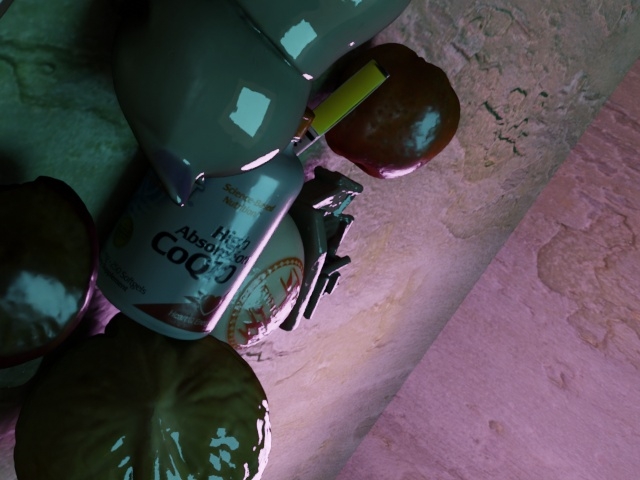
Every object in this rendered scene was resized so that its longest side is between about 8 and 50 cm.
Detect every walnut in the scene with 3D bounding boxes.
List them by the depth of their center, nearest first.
[{"bbox_3d":[-0.209,0.231,1.276,0.333,0.333,0.333,-45,160,-21],"label":"walnut"}]

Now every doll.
[{"bbox_3d":[-0.048,-0.224,0.973,0.370,0.226,0.215,-44,-168,4],"label":"doll"}]

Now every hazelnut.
[{"bbox_3d":[-0.298,0.029,0.949,0.201,0.160,0.170,-4,126,-16],"label":"hazelnut"}]

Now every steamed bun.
[{"bbox_3d":[-0.107,0.056,1.419,0.232,0.145,0.232,-45,160,-21],"label":"steamed bun"}]

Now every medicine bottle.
[{"bbox_3d":[-0.121,-0.044,1.188,0.289,0.157,0.157,-57,161,13],"label":"medicine bottle"}]

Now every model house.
[{"bbox_3d":[-0.009,-0.002,1.588,0.188,0.122,0.229,-36,153,-45],"label":"model house"}]

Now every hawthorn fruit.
[{"bbox_3d":[0.093,-0.173,1.454,0.189,0.189,0.189,-45,160,-21],"label":"hawthorn fruit"}]

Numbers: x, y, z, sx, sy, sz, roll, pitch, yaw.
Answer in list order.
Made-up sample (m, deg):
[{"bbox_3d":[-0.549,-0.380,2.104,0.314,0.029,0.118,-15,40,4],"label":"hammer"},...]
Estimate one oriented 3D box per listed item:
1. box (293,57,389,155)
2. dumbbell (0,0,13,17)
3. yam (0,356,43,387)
[{"bbox_3d":[-0.014,-0.140,1.340,0.129,0.033,0.247,-44,-174,-26],"label":"box"},{"bbox_3d":[-0.256,-0.161,0.778,0.231,0.082,0.092,-52,160,-2],"label":"dumbbell"},{"bbox_3d":[-0.343,0.113,1.075,0.084,0.084,0.127,-56,164,9],"label":"yam"}]
